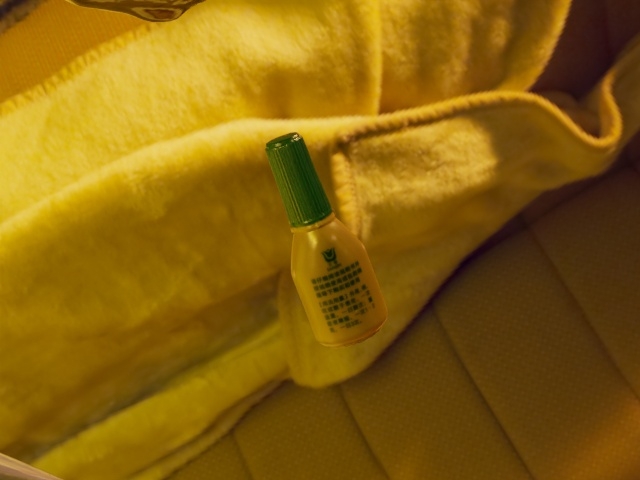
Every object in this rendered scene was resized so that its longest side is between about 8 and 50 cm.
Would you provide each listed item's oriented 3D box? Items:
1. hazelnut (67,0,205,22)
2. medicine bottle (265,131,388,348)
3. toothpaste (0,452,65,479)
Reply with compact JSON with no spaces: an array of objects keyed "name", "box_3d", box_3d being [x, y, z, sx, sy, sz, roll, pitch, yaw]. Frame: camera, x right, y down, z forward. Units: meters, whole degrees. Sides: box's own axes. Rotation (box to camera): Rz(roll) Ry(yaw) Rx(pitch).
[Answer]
[{"name":"hazelnut","box_3d":[-0.192,-0.434,0.930,0.421,0.352,0.421,-36,139,-39]},{"name":"medicine bottle","box_3d":[0.000,0.000,1.070,0.095,0.064,0.261,-22,106,-4]},{"name":"toothpaste","box_3d":[-0.283,0.072,0.405,0.371,0.080,0.125,21,156,-26]}]
